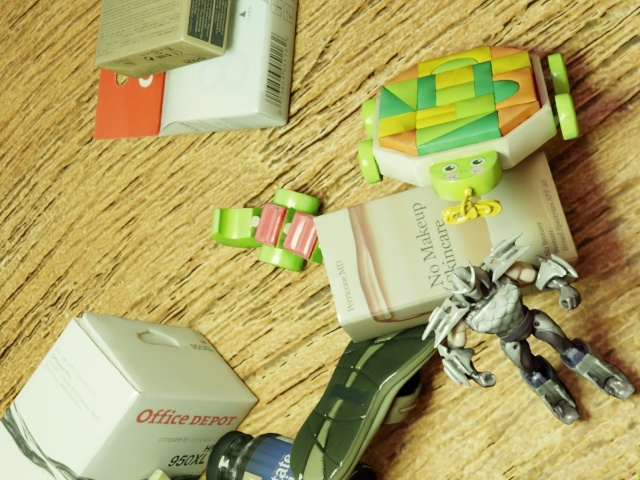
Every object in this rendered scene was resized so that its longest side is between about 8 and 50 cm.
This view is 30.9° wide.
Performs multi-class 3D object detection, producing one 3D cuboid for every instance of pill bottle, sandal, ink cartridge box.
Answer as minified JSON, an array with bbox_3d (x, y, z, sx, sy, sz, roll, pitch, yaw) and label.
[{"bbox_3d":[-0.042,0.330,1.562,0.219,0.123,0.122,12,87,32],"label":"pill bottle"},{"bbox_3d":[0.069,0.205,1.514,0.120,0.086,0.302,20,67,48],"label":"sandal"},{"bbox_3d":[-0.234,-0.359,1.740,0.235,0.088,0.193,-3,77,47],"label":"ink cartridge box"},{"bbox_3d":[-0.218,-0.323,1.814,0.385,0.091,0.308,-1,80,30],"label":"ink cartridge box"},{"bbox_3d":[-0.318,0.313,1.635,0.166,0.285,0.395,43,104,28],"label":"ink cartridge box"}]

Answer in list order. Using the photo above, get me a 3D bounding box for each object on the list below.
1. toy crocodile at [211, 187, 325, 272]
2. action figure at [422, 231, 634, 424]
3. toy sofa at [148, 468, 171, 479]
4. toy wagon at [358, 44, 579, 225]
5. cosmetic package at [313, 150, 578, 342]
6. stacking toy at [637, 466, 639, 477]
[{"bbox_3d":[0.000,0.000,1.610,0.341,0.105,0.115,16,89,32],"label":"toy crocodile"},{"bbox_3d":[0.238,0.107,1.343,0.185,0.285,0.099,-41,34,14],"label":"action figure"},{"bbox_3d":[-0.106,0.435,1.476,0.363,0.150,0.177,7,51,40],"label":"toy sofa"},{"bbox_3d":[0.179,-0.138,1.426,0.267,0.068,0.344,-13,30,13],"label":"toy wagon"},{"bbox_3d":[0.156,0.011,1.444,0.296,0.129,0.153,-18,73,6],"label":"cosmetic package"},{"bbox_3d":[0.478,0.200,1.318,0.167,0.052,0.221,21,95,32],"label":"stacking toy"}]
